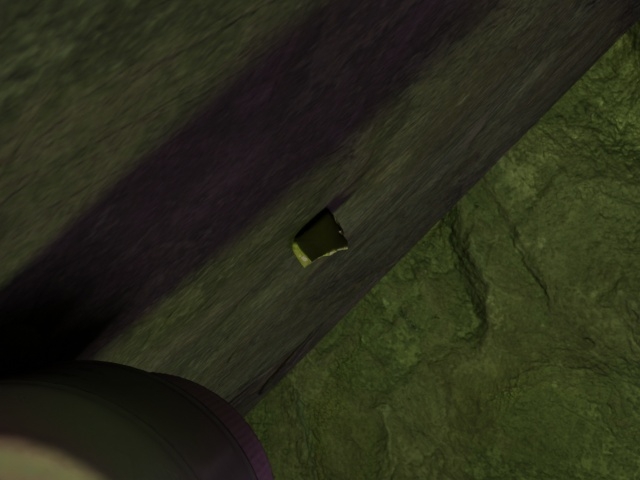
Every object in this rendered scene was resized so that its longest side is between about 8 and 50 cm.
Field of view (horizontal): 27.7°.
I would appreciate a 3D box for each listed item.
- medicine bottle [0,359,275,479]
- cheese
[{"bbox_3d":[-0.158,0.208,0.867,0.256,0.256,0.325,-44,175,4],"label":"medicine bottle"},{"bbox_3d":[-0.001,-0.001,1.366,0.060,0.041,0.084,-35,-172,-4],"label":"cheese"}]
